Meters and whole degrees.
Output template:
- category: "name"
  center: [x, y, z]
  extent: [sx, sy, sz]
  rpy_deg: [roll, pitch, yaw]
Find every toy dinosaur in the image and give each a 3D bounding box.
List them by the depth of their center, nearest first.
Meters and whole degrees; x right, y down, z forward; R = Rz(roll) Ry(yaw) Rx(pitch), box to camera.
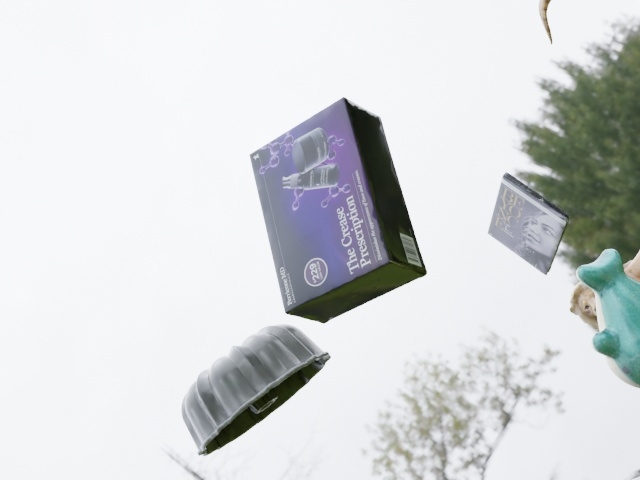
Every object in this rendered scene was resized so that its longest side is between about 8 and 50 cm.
- category: "toy dinosaur"
  center: [0.380, -0.416, 1.563]
  extent: [0.211, 0.112, 0.064]
  rpy_deg: [-47, -39, -25]

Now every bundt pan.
- category: "bundt pan"
  center: [-0.145, 0.286, 1.932]
  extent: [0.331, 0.124, 0.331]
  rpy_deg: [-37, -13, -10]

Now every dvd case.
- category: "dvd case"
  center: [0.439, -0.032, 2.045]
  extent: [0.018, 0.164, 0.221]
  rpy_deg: [-41, -24, -24]

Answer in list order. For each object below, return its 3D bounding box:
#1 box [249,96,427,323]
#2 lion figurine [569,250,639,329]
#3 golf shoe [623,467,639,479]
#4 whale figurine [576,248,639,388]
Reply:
- category: "box"
  center: [0.019, -0.040, 1.359]
  extent: [0.184, 0.261, 0.103]
  rpy_deg: [-30, -28, 30]
- category: "lion figurine"
  center: [0.729, 0.053, 2.068]
  extent: [0.392, 0.240, 0.142]
  rpy_deg: [-54, -19, -9]
- category: "golf shoe"
  center: [0.492, 0.429, 1.536]
  extent: [0.094, 0.077, 0.198]
  rpy_deg: [-16, -48, -26]
- category: "whale figurine"
  center: [0.593, 0.141, 1.778]
  extent: [0.216, 0.272, 0.141]
  rpy_deg: [-27, -7, -24]
